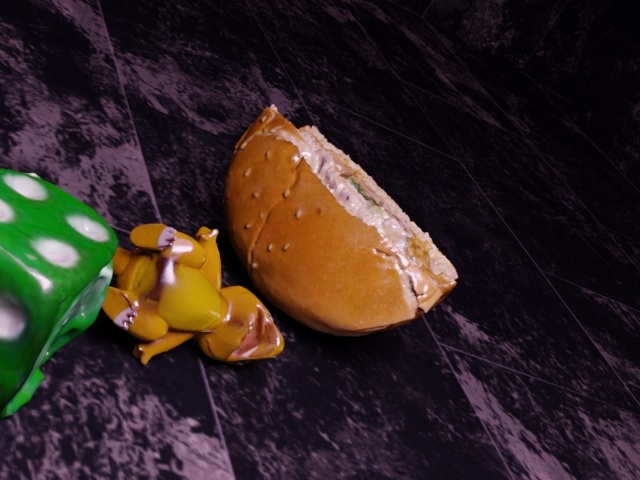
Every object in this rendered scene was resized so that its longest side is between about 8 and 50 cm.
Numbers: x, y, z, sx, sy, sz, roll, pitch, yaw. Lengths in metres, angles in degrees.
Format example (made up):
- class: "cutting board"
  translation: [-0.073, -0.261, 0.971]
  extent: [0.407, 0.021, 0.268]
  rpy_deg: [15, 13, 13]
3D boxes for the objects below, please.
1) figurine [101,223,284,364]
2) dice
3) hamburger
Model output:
- class: "figurine"
  translation: [-0.112, 0.052, 0.989]
  extent: [0.176, 0.121, 0.122]
  rpy_deg: [34, -12, -37]
- class: "dice"
  translation: [-0.217, 0.032, 0.798]
  extent: [0.120, 0.131, 0.128]
  rpy_deg: [33, 22, 2]
- class: "hamburger"
  translation: [0.000, 0.000, 1.152]
  extent: [0.283, 0.156, 0.144]
  rpy_deg: [50, 8, 35]
